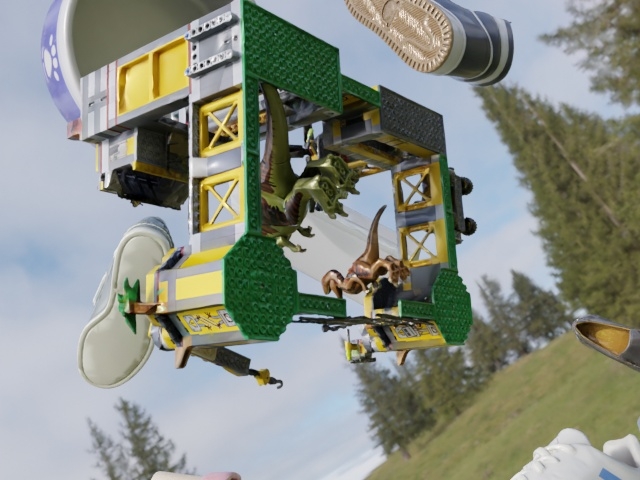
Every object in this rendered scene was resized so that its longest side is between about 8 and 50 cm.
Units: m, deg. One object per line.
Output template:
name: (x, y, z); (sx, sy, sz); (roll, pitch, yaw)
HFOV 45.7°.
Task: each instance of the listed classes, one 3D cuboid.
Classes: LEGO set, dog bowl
LEGO set: (-0.042, -0.016, 0.571); (0.192, 0.255, 0.331); (-12, -7, 37)
dog bowl: (-0.198, -0.226, 0.934); (0.265, 0.265, 0.104); (-22, 13, -34)

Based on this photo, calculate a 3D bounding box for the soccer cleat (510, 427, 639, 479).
soccer cleat: (0.237, 0.278, 0.806); (0.331, 0.143, 0.116); (4, -24, -33)

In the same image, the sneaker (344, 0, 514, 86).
sneaker: (0.140, -0.296, 0.987); (0.153, 0.282, 0.099); (4, -47, -36)

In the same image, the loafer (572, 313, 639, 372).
loafer: (0.423, 0.146, 1.027); (0.061, 0.170, 0.062); (13, -88, -56)

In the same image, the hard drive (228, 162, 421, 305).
hard drive: (0.000, 0.000, 1.165); (0.040, 0.307, 0.203); (-54, -17, -28)

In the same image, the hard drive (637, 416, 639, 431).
hard drive: (0.430, 0.231, 0.929); (0.135, 0.022, 0.094); (-60, -8, -65)

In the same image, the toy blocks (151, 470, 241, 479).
toy blocks: (-0.160, 0.433, 0.876); (0.260, 0.288, 0.309); (0, -8, 23)

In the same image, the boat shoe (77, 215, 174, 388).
boat shoe: (-0.313, 0.103, 1.247); (0.099, 0.116, 0.319); (-97, 27, -63)
